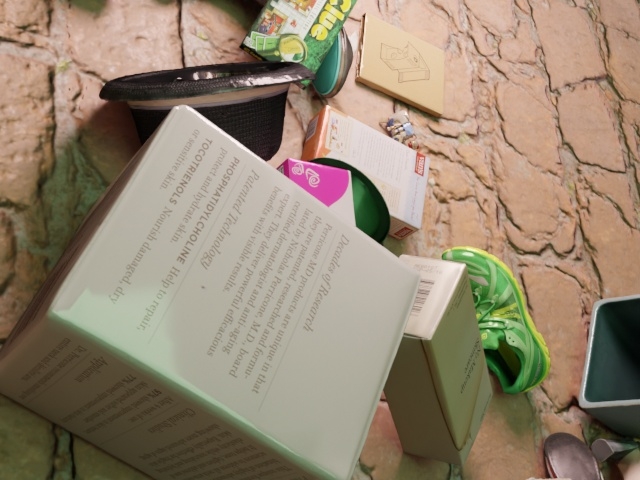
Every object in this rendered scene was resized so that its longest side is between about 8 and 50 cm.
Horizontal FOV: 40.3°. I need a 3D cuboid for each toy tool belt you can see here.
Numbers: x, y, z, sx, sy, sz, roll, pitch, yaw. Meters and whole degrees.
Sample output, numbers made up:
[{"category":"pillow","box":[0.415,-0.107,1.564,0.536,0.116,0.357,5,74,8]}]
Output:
[{"category":"toy tool belt","box":[0.149,-0.203,1.657,0.051,0.052,0.083,-20,76,-6]}]

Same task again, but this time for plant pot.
[{"category":"plant pot","box":[0.680,0.268,1.681,0.252,0.247,0.248,44,50,-31]}]

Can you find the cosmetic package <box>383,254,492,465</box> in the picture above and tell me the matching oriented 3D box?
[{"category":"cosmetic package","box":[0.173,0.189,1.350,0.160,0.113,0.309,-58,142,-36]}]

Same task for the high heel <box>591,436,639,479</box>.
[{"category":"high heel","box":[0.607,0.476,1.586,0.186,0.093,0.261,15,43,-47]}]

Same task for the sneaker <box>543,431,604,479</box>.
[{"category":"sneaker","box":[0.471,0.480,1.539,0.090,0.145,0.270,-16,41,-13]}]

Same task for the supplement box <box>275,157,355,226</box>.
[{"category":"supplement box","box":[-0.052,-0.023,1.329,0.111,0.220,0.114,10,65,-30]}]

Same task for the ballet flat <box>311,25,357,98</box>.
[{"category":"ballet flat","box":[0.019,-0.389,1.623,0.096,0.095,0.280,4,67,-45]}]

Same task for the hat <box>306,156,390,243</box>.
[{"category":"hat","box":[0.000,0.000,1.382,0.208,0.173,0.183,49,50,-9]}]

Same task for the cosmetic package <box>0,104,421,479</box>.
[{"category":"cosmetic package","box":[-0.151,0.113,1.137,0.394,0.329,0.327,35,54,-17]}]

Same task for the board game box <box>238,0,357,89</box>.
[{"category":"board game box","box":[-0.020,-0.404,1.509,0.136,0.030,0.259,32,78,-16]}]

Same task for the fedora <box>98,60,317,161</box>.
[{"category":"fedora","box":[-0.164,-0.185,1.340,0.334,0.334,0.152,-17,110,-37]}]

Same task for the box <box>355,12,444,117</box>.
[{"category":"box","box":[0.162,-0.350,1.742,0.201,0.021,0.164,19,60,-25]}]

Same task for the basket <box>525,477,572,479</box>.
[{"category":"basket","box":[0.379,0.457,1.342,0.167,0.103,0.113,48,53,-8]}]

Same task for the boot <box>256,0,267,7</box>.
[{"category":"boot","box":[-0.163,-0.460,1.537,0.223,0.118,0.338,-25,84,-28]}]

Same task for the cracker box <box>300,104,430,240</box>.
[{"category":"cracker box","box":[0.078,-0.118,1.555,0.232,0.067,0.155,24,59,-21]}]

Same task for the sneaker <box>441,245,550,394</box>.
[{"category":"sneaker","box":[0.308,0.141,1.564,0.123,0.109,0.295,-30,88,-42]}]
